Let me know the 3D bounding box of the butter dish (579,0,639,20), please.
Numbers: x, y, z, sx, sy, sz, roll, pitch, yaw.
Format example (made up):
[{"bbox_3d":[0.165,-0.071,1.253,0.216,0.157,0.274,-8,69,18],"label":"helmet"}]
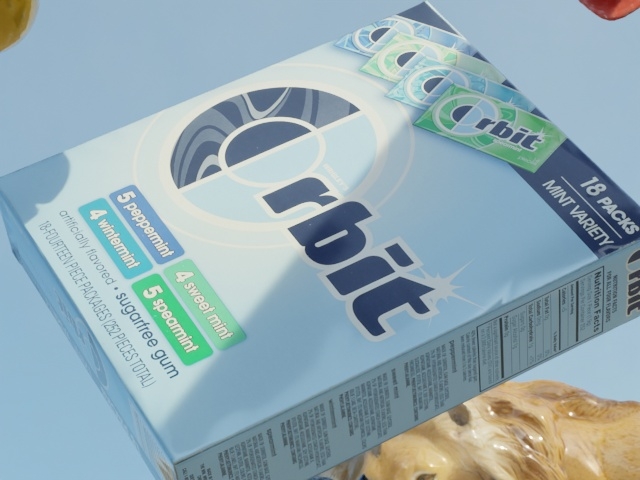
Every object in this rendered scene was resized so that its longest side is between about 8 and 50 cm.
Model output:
[{"bbox_3d":[0.181,-0.242,1.033,0.160,0.160,0.118,-36,-26,1],"label":"butter dish"}]

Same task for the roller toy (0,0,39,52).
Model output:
[{"bbox_3d":[-0.257,-0.151,0.865,0.209,0.146,0.191,-8,-54,40],"label":"roller toy"}]

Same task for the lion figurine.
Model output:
[{"bbox_3d":[0.207,0.128,0.921,0.392,0.240,0.142,-23,2,-2],"label":"lion figurine"}]

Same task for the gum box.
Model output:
[{"bbox_3d":[0.000,0.000,0.618,0.184,0.157,0.041,-23,-44,-17],"label":"gum box"}]

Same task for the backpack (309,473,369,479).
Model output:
[{"bbox_3d":[0.018,0.142,0.681,0.120,0.098,0.101,17,-4,-22],"label":"backpack"}]
